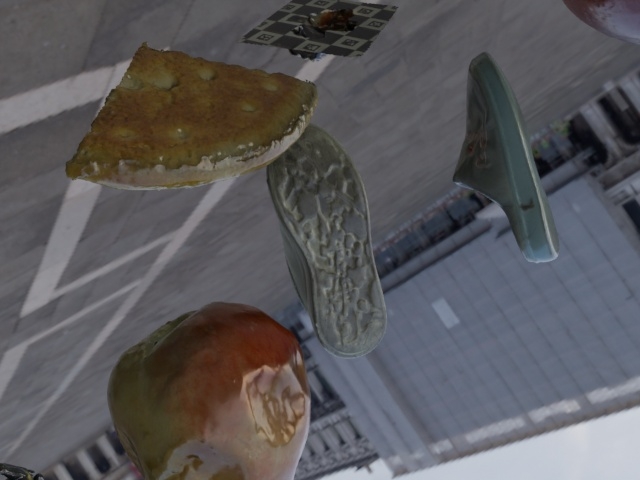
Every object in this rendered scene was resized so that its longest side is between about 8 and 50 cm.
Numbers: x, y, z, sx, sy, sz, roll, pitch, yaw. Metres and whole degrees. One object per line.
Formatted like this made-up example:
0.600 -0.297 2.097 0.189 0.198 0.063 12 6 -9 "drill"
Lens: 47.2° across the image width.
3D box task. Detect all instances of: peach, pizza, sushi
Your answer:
-0.112 0.191 0.785 0.214 0.235 0.214 -20 -177 1 "peach"
-0.136 -0.127 0.744 0.292 0.197 0.058 -28 150 -34 "pizza"
0.005 -0.312 1.116 0.210 0.192 0.040 -57 153 -47 "sushi"

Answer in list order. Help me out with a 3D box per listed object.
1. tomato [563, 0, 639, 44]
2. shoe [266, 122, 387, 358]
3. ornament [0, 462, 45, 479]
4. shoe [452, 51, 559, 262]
0.292 -0.240 0.674 0.228 0.112 0.199 10 -170 -27 "tomato"
0.000 0.000 1.011 0.124 0.316 0.159 -13 -177 -9 "shoe"
-0.406 0.462 1.123 0.080 0.236 0.202 -44 147 -18 "ornament"
0.153 -0.068 0.655 0.078 0.195 0.079 -21 174 21 "shoe"
